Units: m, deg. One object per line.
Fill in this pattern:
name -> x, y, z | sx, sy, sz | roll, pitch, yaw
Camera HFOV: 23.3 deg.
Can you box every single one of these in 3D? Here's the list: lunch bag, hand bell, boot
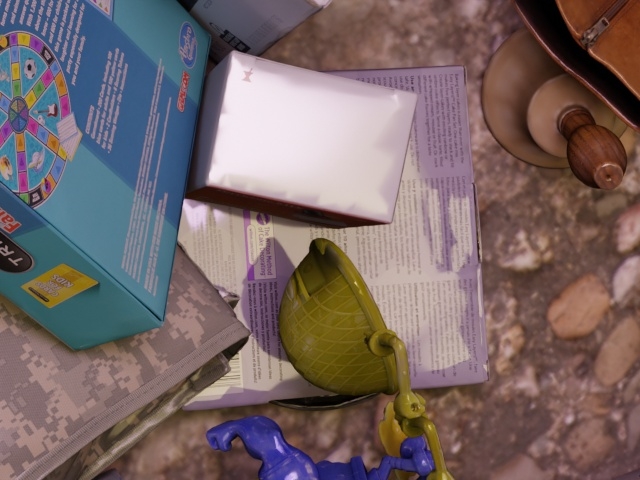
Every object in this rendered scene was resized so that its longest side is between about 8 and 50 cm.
lunch bag -> -0.220, 0.061, 1.082 | 0.287, 0.169, 0.235 | -36, 80, -29
hand bell -> 0.190, -0.079, 1.140 | 0.126, 0.242, 0.126 | 0, 109, 1
boot -> 0.289, -0.163, 1.169 | 0.264, 0.096, 0.280 | 48, 41, -8

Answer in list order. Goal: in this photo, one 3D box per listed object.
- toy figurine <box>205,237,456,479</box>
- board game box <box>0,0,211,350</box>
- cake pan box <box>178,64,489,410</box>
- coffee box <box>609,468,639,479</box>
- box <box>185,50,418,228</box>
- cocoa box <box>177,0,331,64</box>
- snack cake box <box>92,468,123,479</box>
toy figurine -> -0.013, 0.205, 1.103 | 0.217, 0.191, 0.362 | -24, 122, -3
board game box -> -0.207, -0.127, 0.949 | 0.336, 0.079, 0.254 | 45, 38, -40
cake pan box -> 0.000, 0.000, 1.205 | 0.246, 0.070, 0.267 | -6, 91, -9
coffee box -> 0.386, 0.308, 1.123 | 0.334, 0.337, 0.338 | -19, 85, -11
box -> -0.021, -0.064, 1.080 | 0.130, 0.170, 0.091 | 12, 87, -10
cocoa box -> -0.048, -0.286, 1.050 | 0.228, 0.347, 0.231 | 40, 82, -9
snack cake box -> -0.174, 0.323, 1.157 | 0.152, 0.089, 0.264 | -21, 94, -12
